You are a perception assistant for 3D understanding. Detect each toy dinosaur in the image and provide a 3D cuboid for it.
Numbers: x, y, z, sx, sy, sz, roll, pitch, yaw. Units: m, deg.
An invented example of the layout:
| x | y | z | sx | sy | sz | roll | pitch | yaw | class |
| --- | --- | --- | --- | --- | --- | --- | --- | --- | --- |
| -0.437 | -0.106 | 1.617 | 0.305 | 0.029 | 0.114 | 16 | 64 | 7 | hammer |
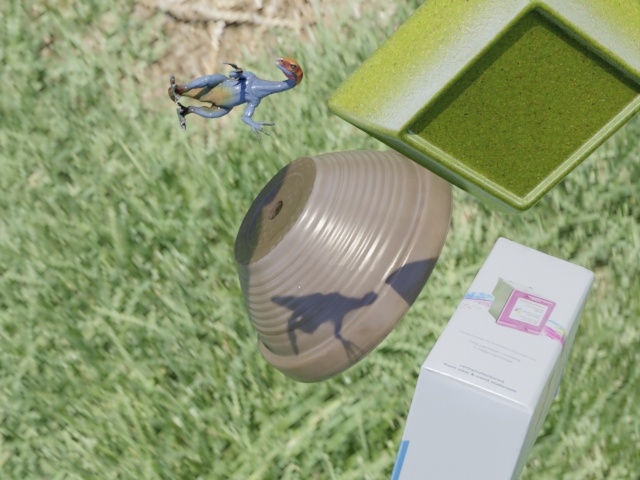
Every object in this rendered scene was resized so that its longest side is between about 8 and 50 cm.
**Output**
| x | y | z | sx | sy | sz | roll | pitch | yaw | class |
| --- | --- | --- | --- | --- | --- | --- | --- | --- | --- |
| -0.054 | -0.102 | 0.929 | 0.082 | 0.047 | 0.090 | -17 | 32 | -9 | toy dinosaur |

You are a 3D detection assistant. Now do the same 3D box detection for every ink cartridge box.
| x | y | z | sx | sy | sz | roll | pitch | yaw | class |
| --- | --- | --- | --- | --- | --- | --- | --- | --- | --- |
| 0.078 | 0.068 | 0.657 | 0.052 | 0.088 | 0.122 | 21 | 33 | 14 | ink cartridge box |

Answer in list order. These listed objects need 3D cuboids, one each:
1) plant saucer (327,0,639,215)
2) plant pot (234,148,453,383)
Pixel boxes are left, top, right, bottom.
| x | y | z | sx | sy | sz | roll | pitch | yaw | class |
| --- | --- | --- | --- | --- | --- | --- | --- | --- | --- |
| 0.134 | -0.099 | 0.972 | 0.188 | 0.188 | 0.045 | -44 | 38 | 26 | plant saucer |
| 0.000 | 0.000 | 1.308 | 0.237 | 0.110 | 0.237 | -42 | 26 | 26 | plant pot |
